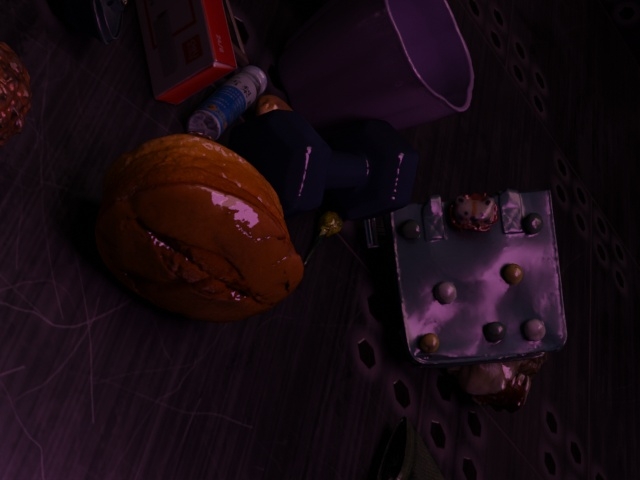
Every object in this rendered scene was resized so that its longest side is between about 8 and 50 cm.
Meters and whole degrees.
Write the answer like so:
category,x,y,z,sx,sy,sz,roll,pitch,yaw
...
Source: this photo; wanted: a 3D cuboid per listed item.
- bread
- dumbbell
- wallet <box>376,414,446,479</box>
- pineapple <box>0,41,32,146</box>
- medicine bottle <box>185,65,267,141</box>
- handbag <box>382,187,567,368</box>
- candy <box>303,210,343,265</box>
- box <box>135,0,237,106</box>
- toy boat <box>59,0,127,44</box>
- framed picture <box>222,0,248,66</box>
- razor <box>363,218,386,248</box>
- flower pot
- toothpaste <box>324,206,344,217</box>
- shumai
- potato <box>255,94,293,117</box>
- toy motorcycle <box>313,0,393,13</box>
category,x,y,z,sx,sy,sz,roll,pitch,yaw
bread,-0.140,-0.005,1.416,0.269,0.195,0.143,39,30,-45
dumbbell,0.005,-0.103,1.739,0.324,0.144,0.160,-3,108,-57
wallet,0.157,0.394,1.771,0.236,0.055,0.160,62,26,-21
pineapple,-0.388,-0.114,1.162,0.128,0.128,0.248,60,34,-13
medicine bottle,-0.130,-0.193,1.701,0.051,0.051,0.191,59,31,-15
handbag,0.242,0.060,1.892,0.100,0.268,0.274,94,-8,-88
candy,0.000,0.000,1.808,0.035,0.035,0.123,50,41,-18
box,-0.188,-0.309,1.614,0.050,0.123,0.229,8,64,-52
toy boat,-0.276,-0.379,1.520,0.114,0.122,0.296,57,24,-69
framed picture,-0.167,-0.388,1.745,0.184,0.016,0.250,31,40,-77
razor,0.120,-0.017,2.002,0.191,0.037,0.068,3,78,-57
flower pot,0.081,-0.278,1.913,0.265,0.243,0.265,36,41,-39
toothpaste,0.035,-0.044,1.908,0.083,0.015,0.024,-6,68,-54
shumai,0.280,0.177,2.038,0.256,0.189,0.218,58,45,-47
potato,-0.066,-0.180,1.788,0.068,0.062,0.083,54,-9,39
toy motorcycle,0.048,-0.427,2.039,0.307,0.173,0.108,48,46,-41
